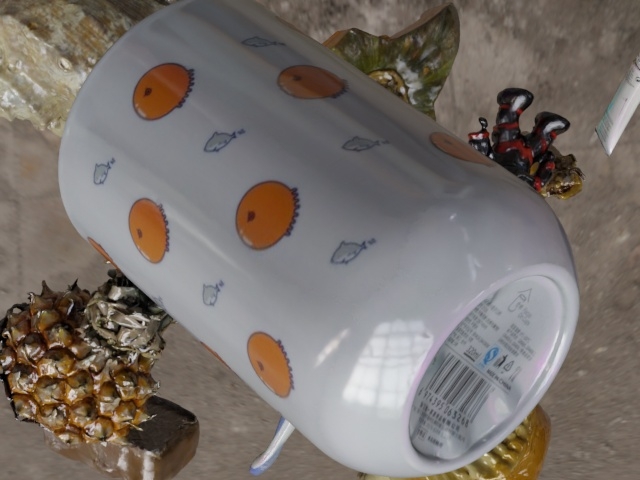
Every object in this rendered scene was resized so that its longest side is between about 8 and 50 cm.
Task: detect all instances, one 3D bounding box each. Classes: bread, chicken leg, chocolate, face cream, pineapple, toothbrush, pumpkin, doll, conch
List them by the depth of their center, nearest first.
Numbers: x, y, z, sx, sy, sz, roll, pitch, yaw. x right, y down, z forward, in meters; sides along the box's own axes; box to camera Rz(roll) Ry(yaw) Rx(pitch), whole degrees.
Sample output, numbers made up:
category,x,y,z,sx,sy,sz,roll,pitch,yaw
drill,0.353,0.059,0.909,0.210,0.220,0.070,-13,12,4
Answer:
category,x,y,z,sx,sy,sz,roll,pitch,yaw
toothbrush,-0.003,0.091,1.061,0.027,0.021,0.269,37,117,24
face cream,0.276,-0.127,1.170,0.020,0.115,0.038,1,48,-19
doll,0.192,-0.040,1.420,0.127,0.088,0.249,27,81,-1
conch,-0.258,-0.207,1.634,0.352,0.297,0.210,-16,71,-18
pineapple,-0.266,0.115,1.735,0.271,0.262,0.262,-41,77,37
chicken leg,0.306,-0.088,1.750,0.085,0.207,0.101,-44,110,2
bread,0.192,0.321,1.866,0.183,0.388,0.236,40,68,5
pumpkin,0.082,-0.208,1.890,0.258,0.095,0.290,-1,106,-29
chocolate,-0.298,0.283,1.900,0.214,0.148,0.093,18,111,22

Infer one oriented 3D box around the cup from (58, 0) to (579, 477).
category,x,y,z,sx,sy,sz,roll,pitch,yaw
cup,0.000,0.000,0.839,0.212,0.212,0.317,-48,53,-4
